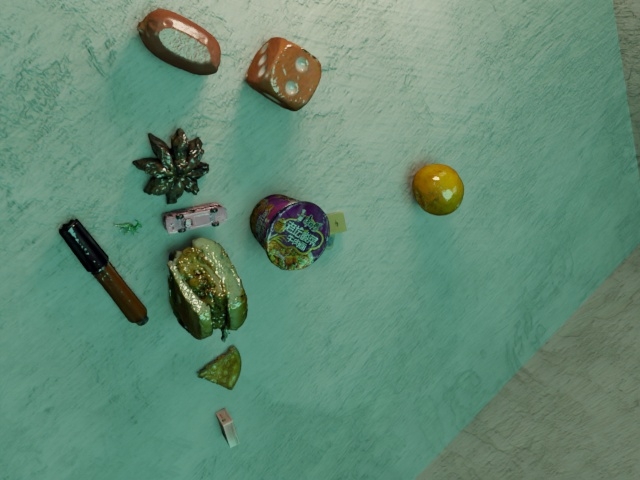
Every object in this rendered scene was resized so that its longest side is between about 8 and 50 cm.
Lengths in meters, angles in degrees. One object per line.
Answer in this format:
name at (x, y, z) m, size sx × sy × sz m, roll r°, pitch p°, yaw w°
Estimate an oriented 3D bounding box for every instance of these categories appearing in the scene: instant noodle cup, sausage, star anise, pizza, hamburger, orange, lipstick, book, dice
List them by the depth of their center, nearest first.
sausage at (-0.395, -0.561, 1.540) m, size 0.254 × 0.148 × 0.148 m, roll 16°, pitch 100°, yaw -33°
star anise at (-0.447, -0.222, 1.663) m, size 0.223 × 0.109 × 0.236 m, roll -23°, pitch 122°, yaw -18°
lipstick at (-0.660, 0.112, 1.677) m, size 0.077 × 0.077 × 0.418 m, roll -36°, pitch 125°, yaw -16°
dice at (-0.112, -0.524, 1.708) m, size 0.175 × 0.174 × 0.179 m, roll 30°, pitch 93°, yaw -35°
hamburger at (-0.376, 0.174, 1.754) m, size 0.195 × 0.318 × 0.277 m, roll -22°, pitch 151°, yaw -26°
instant noodle cup at (-0.121, -0.043, 1.884) m, size 0.251 × 0.190 × 0.251 m, roll -13°, pitch 116°, yaw -27°
pizza at (-0.379, 0.498, 2.034) m, size 0.176 × 0.036 × 0.185 m, roll -14°, pitch 118°, yaw -25°
book at (0.048, -0.063, 2.074) m, size 0.110 × 0.014 × 0.077 m, roll -12°, pitch 93°, yaw -32°
orange at (0.473, -0.204, 2.174) m, size 0.193 × 0.219 × 0.219 m, roll -29°, pitch 126°, yaw 11°

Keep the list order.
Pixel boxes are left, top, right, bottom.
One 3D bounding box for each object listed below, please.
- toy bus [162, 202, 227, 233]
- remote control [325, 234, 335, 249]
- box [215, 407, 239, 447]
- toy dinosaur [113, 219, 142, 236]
toy bus at (-0.407, -0.073, 1.754) m, size 0.203 × 0.090 × 0.063 m, roll -14°, pitch 115°, yaw -28°
remote control at (0.000, 0.000, 2.075) m, size 0.122 × 0.032 × 0.074 m, roll -1°, pitch 109°, yaw -31°
box at (-0.360, 0.730, 2.105) m, size 0.043 × 0.089 × 0.125 m, roll -22°, pitch 118°, yaw -23°
toy dinosaur at (-0.597, -0.046, 1.688) m, size 0.062 × 0.021 × 0.083 m, roll -49°, pitch 130°, yaw -15°
